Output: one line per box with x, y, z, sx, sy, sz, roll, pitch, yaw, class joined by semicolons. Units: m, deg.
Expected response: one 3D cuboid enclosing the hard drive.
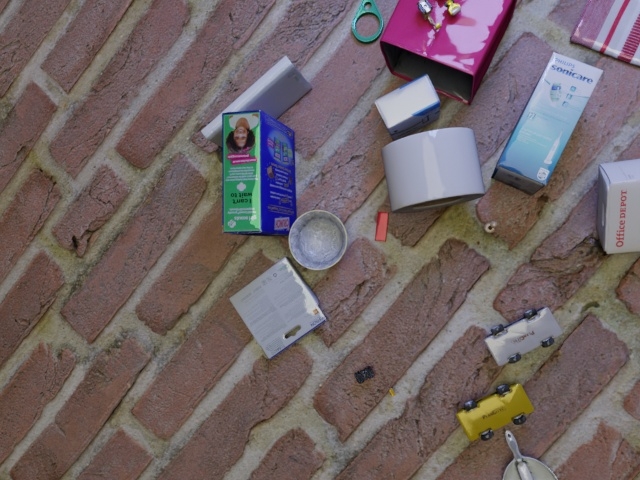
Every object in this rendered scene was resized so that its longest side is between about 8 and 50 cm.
-0.176;-0.377;1.535;0.307;0.203;0.040;-38;79;10;hard drive

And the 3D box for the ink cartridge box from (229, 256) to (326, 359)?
-0.122;0.199;1.586;0.223;0.045;0.224;-36;82;11;ink cartridge box

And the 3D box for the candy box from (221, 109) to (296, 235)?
-0.163;-0.171;1.493;0.122;0.268;0.318;-3;88;17;candy box

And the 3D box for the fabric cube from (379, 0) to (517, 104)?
0.333;-0.546;1.390;0.258;0.254;0.258;26;95;13;fabric cube

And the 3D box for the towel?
0.850;-0.566;1.377;0.328;0.037;0.237;26;95;13;towel

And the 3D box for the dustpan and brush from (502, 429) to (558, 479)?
0.528;0.593;1.407;0.147;0.060;0.211;-22;83;12;dustpan and brush

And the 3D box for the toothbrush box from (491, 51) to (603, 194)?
0.556;-0.280;1.347;0.126;0.216;0.296;27;96;13;toothbrush box

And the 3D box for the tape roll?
0.290;-0.176;1.395;0.245;0.246;0.169;-11;86;13;tape roll

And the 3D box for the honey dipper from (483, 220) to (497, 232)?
0.442;-0.036;1.395;0.030;0.160;0.031;-1;87;14;honey dipper

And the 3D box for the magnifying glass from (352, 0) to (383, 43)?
0.138;-0.689;1.559;0.092;0.026;0.231;1;88;14;magnifying glass

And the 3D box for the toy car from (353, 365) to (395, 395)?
0.150;0.408;1.515;0.060;0.040;0.122;-42;76;-12;toy car

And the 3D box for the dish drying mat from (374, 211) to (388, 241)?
0.176;-0.040;1.540;0.032;0.008;0.084;6;91;15;dish drying mat

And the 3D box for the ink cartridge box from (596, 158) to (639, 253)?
0.820;-0.092;1.277;0.282;0.117;0.208;-6;122;16;ink cartridge box

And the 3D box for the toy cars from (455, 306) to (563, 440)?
0.490;0.347;1.416;0.176;0.087;0.394;21;90;8;toy cars

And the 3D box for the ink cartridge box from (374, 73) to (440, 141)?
0.237;-0.347;1.435;0.148;0.203;0.086;-26;85;12;ink cartridge box

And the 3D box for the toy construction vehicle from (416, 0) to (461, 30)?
0.275;-0.553;1.262;0.085;0.035;0.098;-37;82;-1;toy construction vehicle

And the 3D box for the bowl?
0.000;0.000;1.544;0.169;0.080;0.170;-1;88;13;bowl
